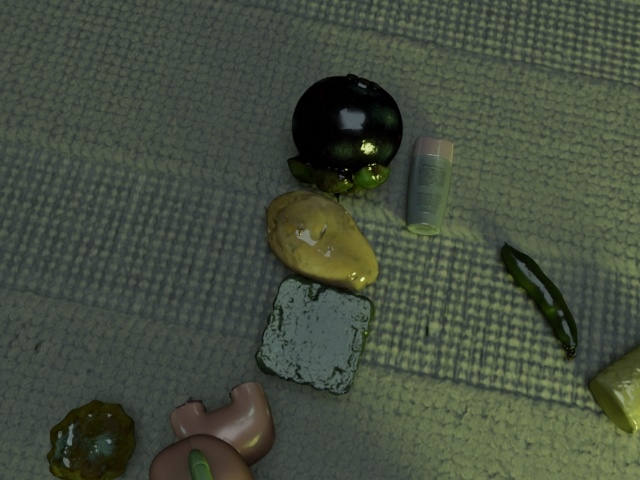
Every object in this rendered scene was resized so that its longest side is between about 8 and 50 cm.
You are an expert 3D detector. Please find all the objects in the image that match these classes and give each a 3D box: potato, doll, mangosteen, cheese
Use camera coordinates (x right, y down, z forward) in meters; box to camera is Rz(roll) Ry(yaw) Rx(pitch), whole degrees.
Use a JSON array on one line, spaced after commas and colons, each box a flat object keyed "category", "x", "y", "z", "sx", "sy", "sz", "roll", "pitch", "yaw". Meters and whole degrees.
[{"category": "potato", "x": -0.003, "y": 0.004, "z": 1.227, "sx": 0.161, "sy": 0.128, "sz": 0.235, "roll": -33, "pitch": 82, "yaw": -11}, {"category": "doll", "x": -0.152, "y": 0.387, "z": 1.037, "sx": 0.216, "sy": 0.284, "sz": 0.268, "roll": -19, "pitch": 50, "yaw": -9}, {"category": "mangosteen", "x": 0.046, "y": -0.199, "z": 1.261, "sx": 0.243, "sy": 0.243, "sz": 0.243, "roll": 1, "pitch": 73, "yaw": -4}, {"category": "cheese", "x": 0.594, "y": 0.261, "z": 1.207, "sx": 0.167, "sy": 0.094, "sz": 0.123, "roll": -33, "pitch": 87, "yaw": -8}]

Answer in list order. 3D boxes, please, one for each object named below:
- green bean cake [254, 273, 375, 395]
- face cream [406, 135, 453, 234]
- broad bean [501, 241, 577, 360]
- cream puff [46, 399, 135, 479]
[{"category": "green bean cake", "x": -0.011, "y": 0.174, "z": 1.190, "sx": 0.183, "sy": 0.094, "sz": 0.185, "roll": 17, "pitch": 73, "yaw": 1}, {"category": "face cream", "x": 0.217, "y": -0.112, "z": 1.316, "sx": 0.084, "sy": 0.057, "sz": 0.198, "roll": 12, "pitch": 70, "yaw": -1}, {"category": "broad bean", "x": 0.430, "y": 0.107, "z": 1.266, "sx": 0.065, "sy": 0.046, "sz": 0.254, "roll": -28, "pitch": 77, "yaw": -12}, {"category": "cream puff", "x": -0.389, "y": 0.346, "z": 1.110, "sx": 0.146, "sy": 0.116, "sz": 0.146, "roll": 10, "pitch": 69, "yaw": -27}]
